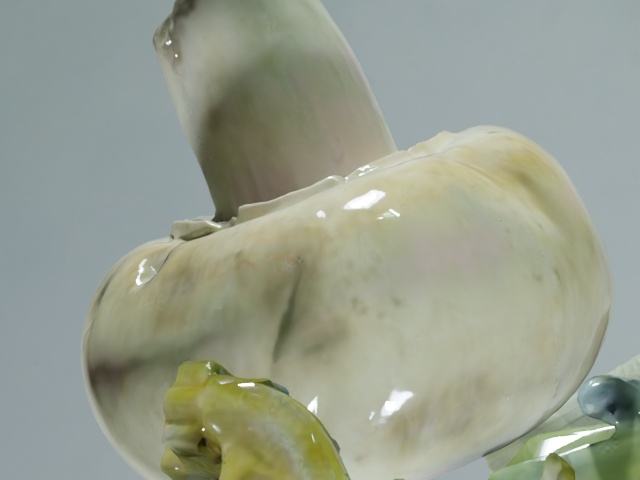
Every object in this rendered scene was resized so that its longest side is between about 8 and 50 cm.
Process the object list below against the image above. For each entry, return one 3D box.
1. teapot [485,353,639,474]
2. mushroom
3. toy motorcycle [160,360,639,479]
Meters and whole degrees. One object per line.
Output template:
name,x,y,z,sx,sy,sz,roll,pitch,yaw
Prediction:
teapot,0.231,0.147,1.153,0.200,0.077,0.107,-33,87,10
mushroom,0.019,0.027,1.066,0.353,0.325,0.353,-25,55,42
toy motorcycle,0.076,0.151,0.664,0.410,0.168,0.237,-7,58,18
